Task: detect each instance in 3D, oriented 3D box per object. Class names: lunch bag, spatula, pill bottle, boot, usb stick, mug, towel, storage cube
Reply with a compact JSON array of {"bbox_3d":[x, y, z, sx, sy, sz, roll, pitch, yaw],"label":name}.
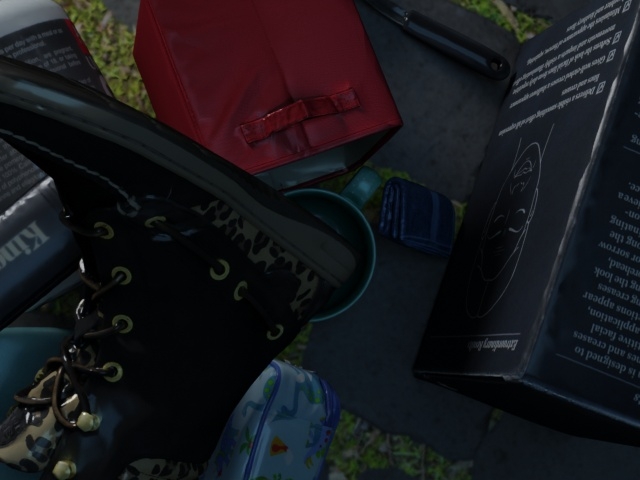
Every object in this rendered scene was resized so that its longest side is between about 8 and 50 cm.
[{"bbox_3d":[-0.078,0.212,1.072,0.090,0.176,0.219,23,78,-31],"label":"lunch bag"},{"bbox_3d":[0.074,-0.249,1.220,0.296,0.030,0.084,28,77,-10],"label":"spatula"},{"bbox_3d":[-0.276,-0.110,1.047,0.176,0.176,0.318,-31,93,-14],"label":"pill bottle"},{"bbox_3d":[-0.165,0.048,0.879,0.377,0.138,0.284,29,92,-43],"label":"boot"},{"bbox_3d":[-0.251,0.018,0.929,0.278,0.045,0.077,-41,96,-12],"label":"usb stick"},{"bbox_3d":[-0.001,0.010,1.136,0.158,0.097,0.129,-19,90,-3],"label":"mug"},{"bbox_3d":[0.103,-0.023,1.174,0.119,0.029,0.067,17,76,-53],"label":"towel"},{"bbox_3d":[-0.057,-0.147,1.090,0.184,0.215,0.193,-20,84,-14],"label":"storage cube"}]

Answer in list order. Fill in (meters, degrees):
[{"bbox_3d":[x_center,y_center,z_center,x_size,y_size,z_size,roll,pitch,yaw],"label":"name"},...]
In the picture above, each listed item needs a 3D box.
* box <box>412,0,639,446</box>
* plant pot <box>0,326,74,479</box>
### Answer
[{"bbox_3d":[0.284,-0.016,1.116,0.212,0.293,0.395,22,81,-11],"label":"box"},{"bbox_3d":[-0.264,0.153,1.041,0.234,0.165,0.165,-6,87,-21],"label":"plant pot"}]
